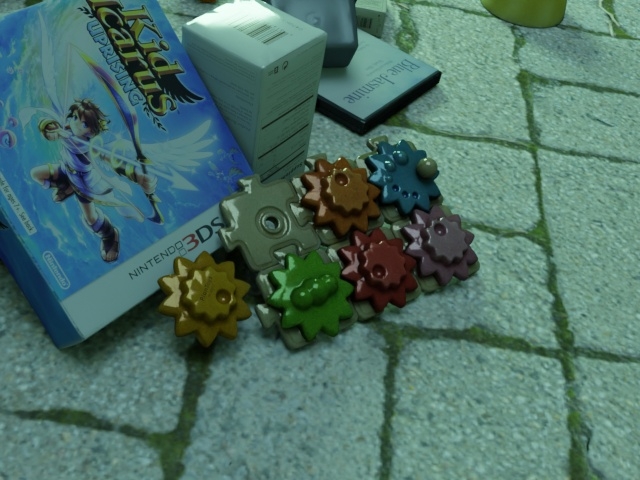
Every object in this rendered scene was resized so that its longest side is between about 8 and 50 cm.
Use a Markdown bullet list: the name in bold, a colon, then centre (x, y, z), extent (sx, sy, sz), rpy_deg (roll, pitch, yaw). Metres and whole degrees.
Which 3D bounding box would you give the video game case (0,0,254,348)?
- **video game case**: centre (-0.197, -0.082, 0.789), extent (0.244, 0.061, 0.269), rpy_deg (-37, 103, -40)

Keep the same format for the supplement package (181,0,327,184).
- **supplement package**: centre (-0.074, -0.140, 0.907), extent (0.105, 0.179, 0.105), rpy_deg (31, 46, 20)

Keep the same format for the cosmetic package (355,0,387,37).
- **cosmetic package**: centre (0.065, -0.339, 1.257), extent (0.060, 0.041, 0.115), rpy_deg (11, 42, 0)

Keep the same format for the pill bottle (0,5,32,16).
- **pill bottle**: centre (-0.309, -0.140, 0.870), extent (0.283, 0.161, 0.161), rpy_deg (-23, 52, -32)

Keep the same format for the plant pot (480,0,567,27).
- **plant pot**: centre (0.320, -0.399, 1.340), extent (0.134, 0.095, 0.134), rpy_deg (6, 43, -5)

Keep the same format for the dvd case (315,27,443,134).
- **dvd case**: centre (0.007, -0.235, 1.146), extent (0.253, 0.022, 0.180), rpy_deg (33, 46, 22)

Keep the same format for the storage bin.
- **storage bin**: centre (-0.017, -0.263, 1.098), extent (0.135, 0.098, 0.091), rpy_deg (-3, 72, -15)

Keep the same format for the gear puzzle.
- **gear puzzle**: centre (0.000, 0.000, 0.824), extent (0.339, 0.044, 0.175), rpy_deg (-20, 77, -30)
